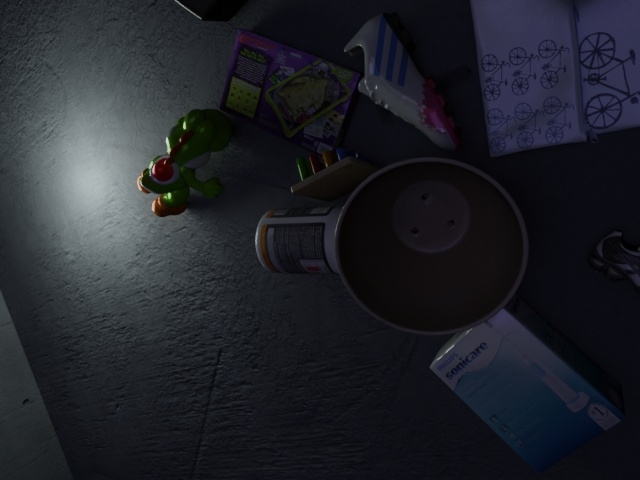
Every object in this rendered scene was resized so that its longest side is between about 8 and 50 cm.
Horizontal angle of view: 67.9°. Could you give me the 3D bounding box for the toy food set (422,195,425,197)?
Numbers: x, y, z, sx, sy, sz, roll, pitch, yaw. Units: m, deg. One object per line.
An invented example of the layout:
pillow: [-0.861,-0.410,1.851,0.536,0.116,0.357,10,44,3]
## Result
toy food set: [0.237,-0.078,1.056,0.122,0.019,0.078,-1,101,21]

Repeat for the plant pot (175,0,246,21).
plant pot: [-0.260,-0.626,1.118,0.187,0.188,0.167,-34,97,30]

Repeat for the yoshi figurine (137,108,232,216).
yoshi figurine: [-0.347,-0.223,1.281,0.362,0.203,0.203,-39,41,43]

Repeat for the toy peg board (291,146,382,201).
toy peg board: [0.033,-0.163,1.073,0.161,0.161,0.079,-24,74,30]

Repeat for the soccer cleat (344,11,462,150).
soccer cleat: [0.167,-0.306,0.985,0.143,0.116,0.331,-30,78,20]

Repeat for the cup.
cup: [0.212,-0.017,0.936,0.331,0.237,0.331,4,110,12]

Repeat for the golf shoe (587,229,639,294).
golf shoe: [0.597,0.056,0.856,0.198,0.077,0.094,32,114,18]

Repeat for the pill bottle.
pill bottle: [0.000,0.000,1.116,0.278,0.162,0.162,0,101,29]

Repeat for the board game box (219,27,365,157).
board game box: [-0.079,-0.356,1.148,0.347,0.056,0.208,29,117,20]

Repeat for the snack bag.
snack bag: [0.464,-0.336,0.864,0.342,0.037,0.323,-5,98,29]

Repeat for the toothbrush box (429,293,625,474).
toothbrush box: [0.414,0.280,0.976,0.295,0.126,0.216,43,118,13]
